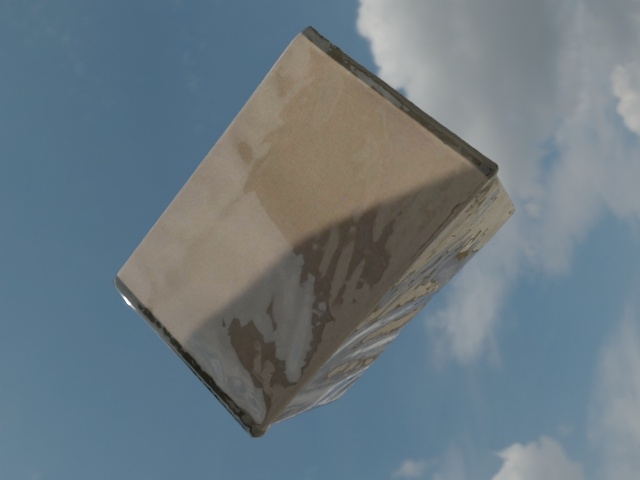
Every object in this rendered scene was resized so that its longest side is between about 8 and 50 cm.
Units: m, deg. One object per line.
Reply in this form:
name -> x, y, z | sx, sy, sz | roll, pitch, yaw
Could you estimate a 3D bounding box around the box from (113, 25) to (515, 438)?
box -> 0.000, 0.000, 0.509 | 0.252, 0.188, 0.153 | -52, -20, 11
